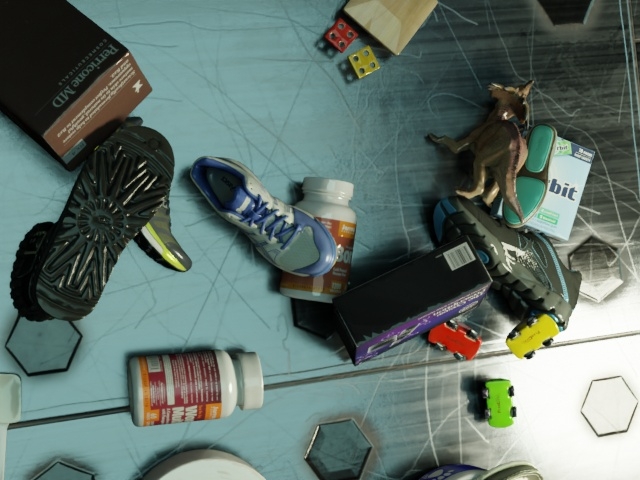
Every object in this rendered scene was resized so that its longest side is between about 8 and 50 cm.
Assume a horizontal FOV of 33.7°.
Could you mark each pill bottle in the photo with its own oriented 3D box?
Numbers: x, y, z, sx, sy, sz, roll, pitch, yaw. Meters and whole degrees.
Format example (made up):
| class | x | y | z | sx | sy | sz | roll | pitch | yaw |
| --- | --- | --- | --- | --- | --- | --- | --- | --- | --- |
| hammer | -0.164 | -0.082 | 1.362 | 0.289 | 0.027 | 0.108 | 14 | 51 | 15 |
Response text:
| class | x | y | z | sx | sy | sz | roll | pitch | yaw |
| --- | --- | --- | --- | --- | --- | --- | --- | --- | --- |
| pill bottle | 0.000 | 0.000 | 1.884 | 0.121 | 0.121 | 0.216 | 9 | 88 | -14 |
| pill bottle | -0.216 | 0.251 | 1.825 | 0.221 | 0.121 | 0.121 | -3 | 90 | -14 |

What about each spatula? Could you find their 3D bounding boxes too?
| class | x | y | z | sx | sy | sz | roll | pitch | yaw |
| --- | --- | --- | --- | --- | --- | --- | --- | --- | --- |
| spatula | -0.595 | 0.343 | 1.778 | 0.168 | 0.019 | 0.241 | 4 | 88 | -16 |

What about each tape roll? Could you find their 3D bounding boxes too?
| class | x | y | z | sx | sy | sz | roll | pitch | yaw |
| --- | --- | --- | --- | --- | --- | --- | --- | --- | --- |
| tape roll | -0.202 | 0.512 | 1.838 | 0.286 | 0.100 | 0.286 | 0 | 90 | -15 |

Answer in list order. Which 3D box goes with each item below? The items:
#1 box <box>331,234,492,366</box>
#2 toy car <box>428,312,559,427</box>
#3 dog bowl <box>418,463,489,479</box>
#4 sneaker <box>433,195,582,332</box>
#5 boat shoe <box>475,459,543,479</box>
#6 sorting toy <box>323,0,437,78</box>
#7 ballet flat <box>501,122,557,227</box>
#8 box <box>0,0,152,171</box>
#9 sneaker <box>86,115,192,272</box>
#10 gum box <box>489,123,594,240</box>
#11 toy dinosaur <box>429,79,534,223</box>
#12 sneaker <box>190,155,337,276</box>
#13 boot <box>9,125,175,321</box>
| class | x | y | z | sx | sy | sz | roll | pitch | yaw |
| --- | --- | --- | --- | --- | --- | --- | --- | --- | --- |
| box | 0.157 | 0.110 | 1.868 | 0.261 | 0.184 | 0.103 | -25 | 76 | -6 |
| toy car | 0.329 | 0.241 | 1.988 | 0.239 | 0.053 | 0.224 | -4 | 105 | 10 |
| dog bowl | 0.269 | 0.549 | 1.944 | 0.265 | 0.104 | 0.264 | 0 | 90 | -21 |
| sneaker | 0.352 | 0.026 | 1.995 | 0.341 | 0.125 | 0.139 | 44 | 58 | -13 |
| boat shoe | 0.279 | 0.491 | 1.842 | 0.305 | 0.091 | 0.109 | -30 | 100 | -19 |
| sorting toy | 0.119 | -0.424 | 1.957 | 0.132 | 0.046 | 0.274 | 38 | 80 | -11 |
| ballet flat | 0.394 | -0.114 | 1.970 | 0.072 | 0.068 | 0.213 | 17 | 78 | 18 |
| box | -0.473 | -0.304 | 1.672 | 0.381 | 0.143 | 0.191 | 39 | 79 | 17 |
| sneaker | -0.292 | -0.082 | 1.819 | 0.121 | 0.111 | 0.299 | -31 | 99 | -17 |
| gum box | 0.428 | -0.110 | 2.038 | 0.157 | 0.041 | 0.184 | 20 | 83 | -13 |
| toy dinosaur | 0.329 | -0.178 | 1.920 | 0.127 | 0.295 | 0.200 | 29 | 120 | -33 |
| sneaker | -0.107 | -0.038 | 1.795 | 0.296 | 0.131 | 0.111 | 36 | 96 | 18 |
| boot | -0.382 | -0.023 | 1.715 | 0.131 | 0.260 | 0.348 | 35 | 76 | -18 |
